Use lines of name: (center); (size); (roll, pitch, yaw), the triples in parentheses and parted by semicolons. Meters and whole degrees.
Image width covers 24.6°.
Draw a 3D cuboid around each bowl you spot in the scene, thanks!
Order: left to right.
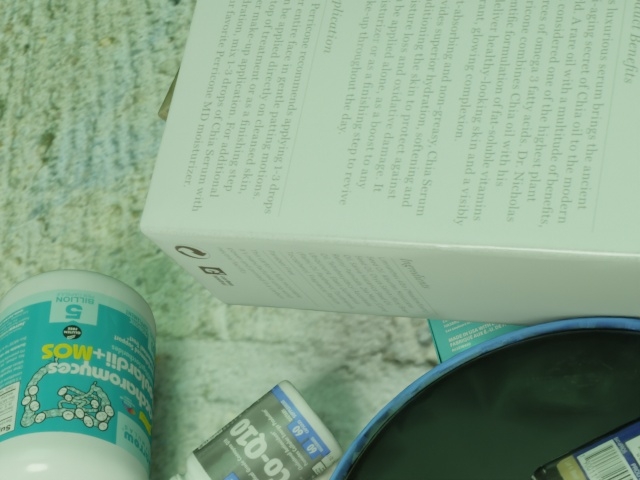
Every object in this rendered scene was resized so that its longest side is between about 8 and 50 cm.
bowl: (0.166, 0.217, 0.939); (0.391, 0.077, 0.391); (-14, 48, 16)

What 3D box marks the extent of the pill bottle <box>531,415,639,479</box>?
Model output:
pill bottle: (0.241, 0.138, 0.827); (0.219, 0.123, 0.123); (-27, 43, 3)

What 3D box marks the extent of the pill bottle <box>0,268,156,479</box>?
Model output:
pill bottle: (-0.213, 0.163, 1.226); (0.146, 0.146, 0.264); (-19, 45, 15)

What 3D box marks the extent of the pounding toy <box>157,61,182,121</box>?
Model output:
pounding toy: (-0.059, -0.150, 1.443); (0.100, 0.141, 0.130); (-29, 33, 49)

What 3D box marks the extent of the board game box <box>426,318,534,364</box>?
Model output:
board game box: (0.179, -0.071, 1.190); (0.253, 0.079, 0.336); (-22, 60, 11)

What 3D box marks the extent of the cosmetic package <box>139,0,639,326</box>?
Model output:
cosmetic package: (0.120, -0.068, 1.071); (0.453, 0.161, 0.230); (4, 69, 24)

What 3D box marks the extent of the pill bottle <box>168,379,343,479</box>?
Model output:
pill bottle: (-0.057, 0.181, 1.164); (0.137, 0.078, 0.078); (-39, 43, -6)
